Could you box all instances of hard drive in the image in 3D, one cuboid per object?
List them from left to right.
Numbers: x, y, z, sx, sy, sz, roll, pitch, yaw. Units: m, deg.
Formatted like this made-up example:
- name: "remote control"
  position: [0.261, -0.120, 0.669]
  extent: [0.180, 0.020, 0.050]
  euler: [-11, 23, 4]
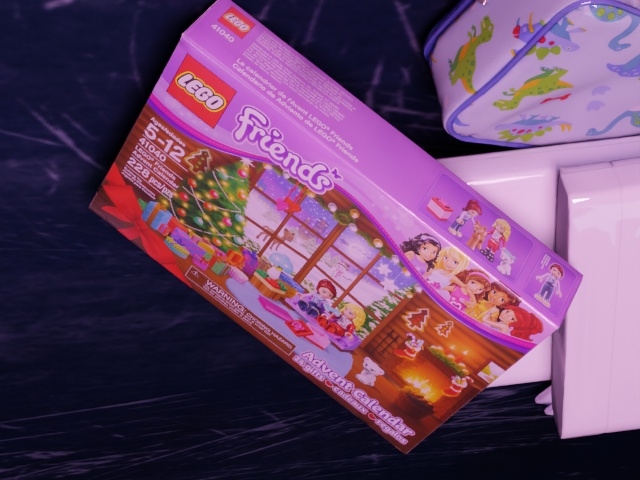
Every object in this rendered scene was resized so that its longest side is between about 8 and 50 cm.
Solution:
- name: "hard drive"
  position: [0.213, 0.016, 0.935]
  extent: [0.307, 0.040, 0.203]
  euler: [-6, 130, -1]
- name: "hard drive"
  position: [0.340, 0.027, 0.904]
  extent: [0.352, 0.047, 0.233]
  euler: [-7, 130, 0]

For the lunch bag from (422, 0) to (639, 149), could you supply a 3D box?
- name: "lunch bag"
  position: [0.189, -0.124, 0.862]
  extent: [0.218, 0.090, 0.176]
  euler: [6, 150, -30]

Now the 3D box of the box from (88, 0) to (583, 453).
- name: "box"
  position: [0.000, 0.000, 0.874]
  extent: [0.293, 0.057, 0.201]
  euler: [38, 138, -1]

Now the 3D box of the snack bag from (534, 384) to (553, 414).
- name: "snack bag"
  position: [0.465, 0.125, 1.477]
  extent: [0.323, 0.037, 0.342]
  euler: [11, 141, -37]
